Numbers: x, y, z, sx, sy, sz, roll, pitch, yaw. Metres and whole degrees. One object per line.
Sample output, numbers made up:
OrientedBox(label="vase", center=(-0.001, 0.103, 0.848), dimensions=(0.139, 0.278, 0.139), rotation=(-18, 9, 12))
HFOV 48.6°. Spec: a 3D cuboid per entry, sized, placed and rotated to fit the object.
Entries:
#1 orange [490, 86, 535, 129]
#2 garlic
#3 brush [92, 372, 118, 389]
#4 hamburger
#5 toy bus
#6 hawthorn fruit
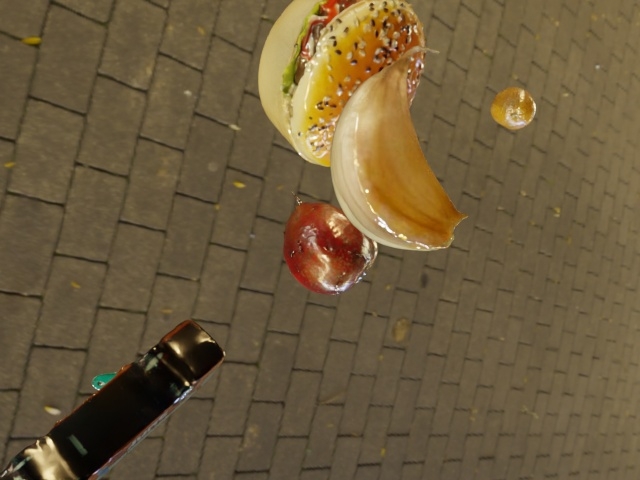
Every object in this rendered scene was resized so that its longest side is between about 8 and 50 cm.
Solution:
OrientedBox(label="orange", center=(0.346, -0.236, 1.272), dimensions=(0.085, 0.085, 0.085), rotation=(-9, 103, -45))
OrientedBox(label="garlic", center=(0.060, -0.081, 0.731), dimensions=(0.115, 0.128, 0.207), rotation=(-25, 105, -41))
OrientedBox(label="brush", center=(-0.331, 0.263, 1.341), dimensions=(0.193, 0.032, 0.043), rotation=(4, 106, -19))
OrientedBox(label="hamburger", center=(0.042, -0.259, 1.124), dimensions=(0.300, 0.176, 0.300), rotation=(-31, 139, -31))
OrientedBox(label="toy bus", center=(-0.298, 0.261, 0.941), dimensions=(0.093, 0.092, 0.408), rotation=(43, 55, 10))
OrientedBox(label="hawthorn fruit", center=(0.000, 0.000, 1.422), dimensions=(0.181, 0.181, 0.235), rotation=(-26, 71, -41))
